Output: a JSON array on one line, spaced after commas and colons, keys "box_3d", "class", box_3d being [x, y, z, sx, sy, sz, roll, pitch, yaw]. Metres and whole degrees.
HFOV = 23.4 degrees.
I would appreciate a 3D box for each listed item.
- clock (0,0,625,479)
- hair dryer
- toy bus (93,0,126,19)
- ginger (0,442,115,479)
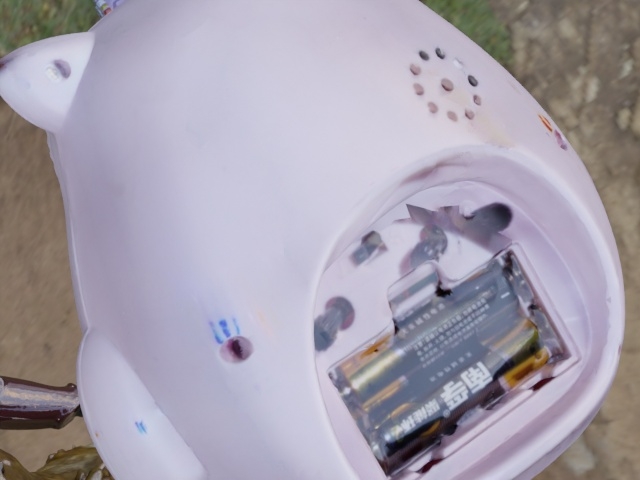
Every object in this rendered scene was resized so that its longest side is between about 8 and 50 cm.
[{"box_3d": [0.003, -0.003, 0.952, 0.368, 0.250, 0.376, -32, 98, -24], "class": "clock"}, {"box_3d": [-0.372, 0.205, 1.625, 0.340, 0.123, 0.312, 9, 48, -18], "class": "hair dryer"}, {"box_3d": [-0.120, -0.144, 1.115, 0.052, 0.102, 0.058, -33, 58, -7], "class": "toy bus"}, {"box_3d": [-0.263, 0.270, 1.490, 0.418, 0.176, 0.254, -30, 115, -58], "class": "ginger"}]
